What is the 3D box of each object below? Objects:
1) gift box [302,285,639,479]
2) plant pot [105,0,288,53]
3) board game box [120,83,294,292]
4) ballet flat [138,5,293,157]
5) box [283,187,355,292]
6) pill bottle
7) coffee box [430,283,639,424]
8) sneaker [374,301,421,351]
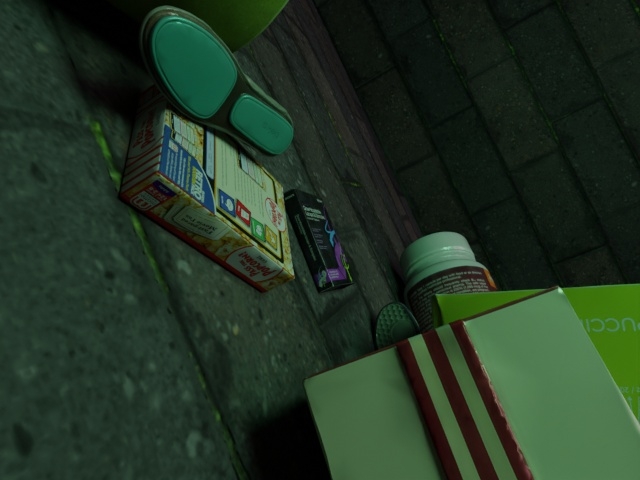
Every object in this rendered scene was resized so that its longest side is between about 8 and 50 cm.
[{"bbox_3d":[0.150,0.221,0.392,0.276,0.254,0.258,58,12,-66],"label":"gift box"},{"bbox_3d":[-0.177,-0.331,0.318,0.293,0.274,0.275,6,59,-51],"label":"plant pot"},{"bbox_3d":[-0.103,-0.052,0.438,0.193,0.045,0.147,44,27,-46],"label":"board game box"},{"bbox_3d":[-0.102,-0.146,0.417,0.068,0.072,0.213,40,5,29],"label":"ballet flat"},{"bbox_3d":[0.000,0.000,0.678,0.162,0.029,0.116,67,18,11],"label":"box"},{"bbox_3d":[0.333,0.188,1.028,0.224,0.223,0.393,43,28,-47],"label":"pill bottle"},{"bbox_3d":[0.367,0.260,0.612,0.334,0.337,0.339,34,53,-57],"label":"coffee box"},{"bbox_3d":[0.174,0.233,0.760,0.163,0.086,0.226,44,26,-51],"label":"sneaker"}]
